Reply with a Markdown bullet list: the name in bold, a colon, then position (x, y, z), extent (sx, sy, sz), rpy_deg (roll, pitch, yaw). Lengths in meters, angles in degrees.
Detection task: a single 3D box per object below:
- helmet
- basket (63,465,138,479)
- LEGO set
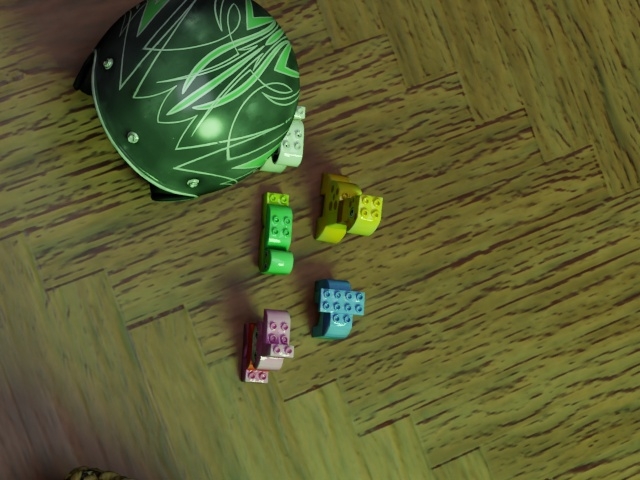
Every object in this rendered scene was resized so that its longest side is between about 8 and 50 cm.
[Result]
- **helmet**: position (-0.097, -0.112, 1.337), extent (0.169, 0.161, 0.169), rpy_deg (2, 84, -21)
- **basket**: position (-0.132, 0.323, 1.211), extent (0.299, 0.223, 0.213), rpy_deg (-59, 136, -18)
- **LEGO set**: position (0.000, 0.000, 1.401), extent (0.087, 0.093, 0.227), rpy_deg (6, 83, -21)
